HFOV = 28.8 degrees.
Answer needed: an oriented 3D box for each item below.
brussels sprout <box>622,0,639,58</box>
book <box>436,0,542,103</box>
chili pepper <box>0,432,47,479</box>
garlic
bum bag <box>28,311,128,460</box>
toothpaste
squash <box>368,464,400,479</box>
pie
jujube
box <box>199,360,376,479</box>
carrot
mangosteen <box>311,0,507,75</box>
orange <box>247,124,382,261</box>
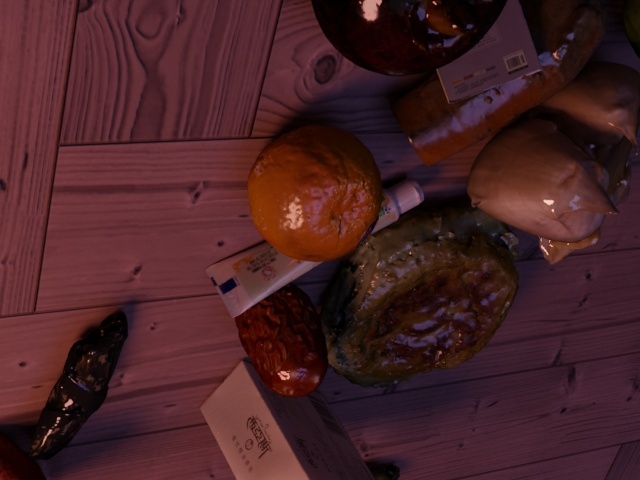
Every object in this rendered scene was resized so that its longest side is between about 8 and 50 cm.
[{"bbox_3d":[0.485,-0.306,1.705,0.131,0.145,0.183,-24,136,25],"label":"brussels sprout"},{"bbox_3d":[0.186,-0.273,1.533,0.127,0.014,0.181,-21,98,0],"label":"book"},{"bbox_3d":[-0.379,0.357,1.621,0.136,0.253,0.144,-18,128,-45],"label":"chili pepper"},{"bbox_3d":[0.339,-0.102,1.691,0.286,0.249,0.313,-28,161,7],"label":"garlic"},{"bbox_3d":[-0.318,0.201,1.640,0.069,0.102,0.248,25,112,-6],"label":"bum bag"},{"bbox_3d":[0.000,0.000,1.693,0.314,0.058,0.056,-27,121,-12],"label":"toothpaste"},{"bbox_3d":[0.002,0.427,2.050,0.318,0.080,0.071,-16,94,-23],"label":"squash"},{"bbox_3d":[0.148,0.089,1.837,0.288,0.103,0.354,12,118,-36],"label":"pie"},{"bbox_3d":[-0.049,0.134,1.692,0.109,0.176,0.112,-15,138,-17],"label":"jujube"},{"bbox_3d":[-0.034,0.316,1.795,0.111,0.260,0.194,-46,135,15],"label":"box"},{"bbox_3d":[0.237,-0.220,1.623,0.302,0.138,0.139,-36,137,9],"label":"carrot"},{"bbox_3d":[0.112,-0.280,1.385,0.235,0.261,0.235,-10,128,-13],"label":"mangosteen"},{"bbox_3d":[-0.007,-0.060,1.574,0.177,0.155,0.177,-25,138,-25],"label":"orange"}]
